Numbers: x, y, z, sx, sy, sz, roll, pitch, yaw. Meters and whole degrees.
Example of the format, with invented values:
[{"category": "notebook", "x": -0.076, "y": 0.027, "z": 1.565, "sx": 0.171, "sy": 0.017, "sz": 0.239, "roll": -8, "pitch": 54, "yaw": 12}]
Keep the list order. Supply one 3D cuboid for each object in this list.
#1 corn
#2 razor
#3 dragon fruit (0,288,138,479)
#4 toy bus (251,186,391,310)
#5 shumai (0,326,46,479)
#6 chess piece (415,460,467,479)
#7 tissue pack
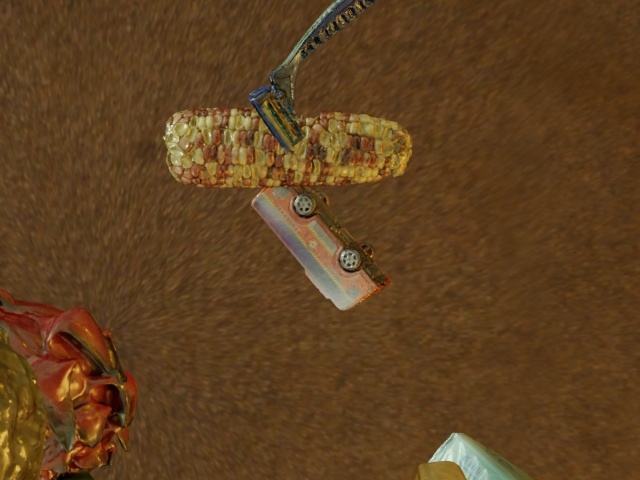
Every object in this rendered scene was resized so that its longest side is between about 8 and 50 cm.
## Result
[{"category": "corn", "x": -0.039, "y": -0.109, "z": 1.553, "sx": 0.290, "sy": 0.098, "sz": 0.098, "roll": -2, "pitch": 86, "yaw": -2}, {"category": "razor", "x": 0.036, "y": -0.247, "z": 1.422, "sx": 0.056, "sy": 0.093, "sz": 0.324, "roll": 31, "pitch": 77, "yaw": 37}, {"category": "dragon fruit", "x": -0.319, "y": 0.141, "z": 1.410, "sx": 0.234, "sy": 0.234, "sz": 0.293, "roll": -23, "pitch": 95, "yaw": -10}, {"category": "toy bus", "x": 0.000, "y": 0.000, "z": 1.636, "sx": 0.077, "sy": 0.065, "sz": 0.192, "roll": -43, "pitch": 83, "yaw": 20}, {"category": "shumai", "x": -0.274, "y": 0.119, "z": 0.875, "sx": 0.189, "sy": 0.218, "sz": 0.256, "roll": 32, "pitch": 112, "yaw": -18}, {"category": "chess piece", "x": 0.105, "y": 0.291, "z": 0.967, "sx": 0.137, "sy": 0.301, "sz": 0.137, "roll": -5, "pitch": 116, "yaw": -9}, {"category": "tissue pack", "x": 0.262, "y": 0.356, "z": 1.623, "sx": 0.177, "sy": 0.263, "sz": 0.089, "roll": 35, "pitch": 94, "yaw": -40}]
